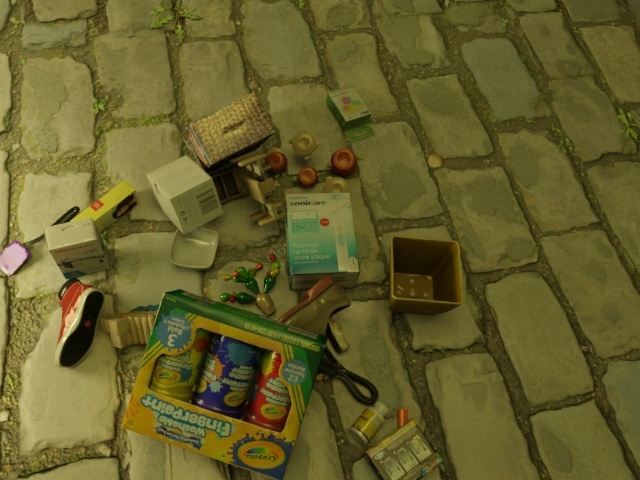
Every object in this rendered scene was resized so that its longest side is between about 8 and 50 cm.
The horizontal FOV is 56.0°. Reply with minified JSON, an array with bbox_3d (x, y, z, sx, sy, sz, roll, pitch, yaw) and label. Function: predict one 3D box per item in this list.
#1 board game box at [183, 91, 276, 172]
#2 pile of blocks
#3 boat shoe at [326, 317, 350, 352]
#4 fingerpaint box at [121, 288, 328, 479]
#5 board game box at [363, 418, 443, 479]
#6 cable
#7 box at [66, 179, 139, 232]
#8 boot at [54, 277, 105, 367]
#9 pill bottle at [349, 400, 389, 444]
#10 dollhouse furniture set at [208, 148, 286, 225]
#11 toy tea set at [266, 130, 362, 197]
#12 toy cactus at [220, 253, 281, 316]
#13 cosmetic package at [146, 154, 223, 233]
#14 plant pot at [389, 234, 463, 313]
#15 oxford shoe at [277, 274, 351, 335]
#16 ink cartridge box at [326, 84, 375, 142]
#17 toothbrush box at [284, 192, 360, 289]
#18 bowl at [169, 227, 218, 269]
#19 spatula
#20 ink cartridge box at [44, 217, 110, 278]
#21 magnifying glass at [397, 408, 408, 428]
[{"bbox_3d":[-0.305,-0.342,1.973,0.232,0.291,0.141,-30,97,-14],"label":"board game box"},{"bbox_3d":[-0.456,0.255,1.777,0.362,0.149,0.112,-4,105,1],"label":"pile of blocks"},{"bbox_3d":[0.045,0.280,1.842,0.045,0.050,0.135,-12,62,-30],"label":"boat shoe"},{"bbox_3d":[-0.247,0.373,1.601,0.445,0.163,0.371,18,91,3],"label":"fingerpaint box"},{"bbox_3d":[0.227,0.600,1.658,0.170,0.048,0.141,-29,67,-19],"label":"board game box"},{"bbox_3d":[0.039,0.392,1.789,0.287,0.072,0.139,27,44,-6],"label":"cable"},{"bbox_3d":[-0.694,-0.090,1.934,0.058,0.087,0.232,40,65,15],"label":"box"},{"bbox_3d":[-0.734,0.237,1.761,0.176,0.088,0.244,15,82,39],"label":"boot"},{"bbox_3d":[0.141,0.515,1.710,0.065,0.065,0.116,40,64,15],"label":"pill bottle"},{"bbox_3d":[-0.254,-0.167,1.941,0.161,0.212,0.242,-26,26,-20],"label":"dollhouse furniture set"},{"bbox_3d":[-0.024,-0.267,2.115,0.336,0.124,0.200,24,91,3],"label":"toy tea set"},{"bbox_3d":[-0.195,0.148,1.862,0.219,0.112,0.180,-30,78,-29],"label":"toy cactus"},{"bbox_3d":[-0.433,-0.149,1.927,0.151,0.151,0.184,-31,44,-21],"label":"cosmetic package"},{"bbox_3d":[0.307,0.129,1.871,0.212,0.187,0.212,5,60,-4],"label":"plant pot"},{"bbox_3d":[-0.051,0.255,1.757,0.130,0.123,0.348,44,72,8],"label":"oxford shoe"},{"bbox_3d":[0.116,-0.477,2.252,0.109,0.062,0.209,-21,66,-18],"label":"ink cartridge box"},{"bbox_3d":[0.000,0.000,1.942,0.217,0.126,0.295,-1,60,-7],"label":"toothbrush box"},{"bbox_3d":[-0.402,0.032,1.919,0.142,0.053,0.142,9,61,-3],"label":"bowl"},{"bbox_3d":[-0.884,-0.013,1.900,0.084,0.030,0.296,38,64,16],"label":"spatula"},{"bbox_3d":[-0.726,0.027,1.805,0.140,0.190,0.082,-14,64,-14],"label":"ink cartridge box"},{"bbox_3d":[0.234,0.595,1.703,0.092,0.026,0.230,5,63,-3],"label":"magnifying glass"}]
